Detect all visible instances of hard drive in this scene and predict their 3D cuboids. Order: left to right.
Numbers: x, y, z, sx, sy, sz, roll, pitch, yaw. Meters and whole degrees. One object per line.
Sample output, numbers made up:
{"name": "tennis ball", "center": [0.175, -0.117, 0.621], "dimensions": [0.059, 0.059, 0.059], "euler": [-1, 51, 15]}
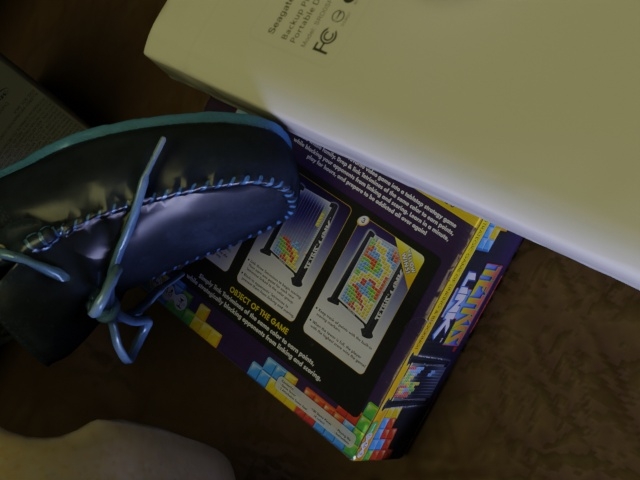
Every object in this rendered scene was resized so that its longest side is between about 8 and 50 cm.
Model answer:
{"name": "hard drive", "center": [0.086, -0.113, 0.572], "dimensions": [0.307, 0.040, 0.203], "euler": [27, 84, 33]}

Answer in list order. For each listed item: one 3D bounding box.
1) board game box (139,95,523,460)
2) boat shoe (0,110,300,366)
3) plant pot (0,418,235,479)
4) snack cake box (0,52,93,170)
{"name": "board game box", "center": [0.000, 0.000, 0.646], "dimensions": [0.170, 0.048, 0.141], "euler": [36, 103, 32]}
{"name": "boat shoe", "center": [-0.126, 0.022, 0.617], "dimensions": [0.258, 0.109, 0.089], "euler": [-20, 58, 12]}
{"name": "plant pot", "center": [-0.150, 0.244, 0.588], "dimensions": [0.334, 0.334, 0.305], "euler": [-15, 65, 33]}
{"name": "snack cake box", "center": [-0.252, 0.004, 0.713], "dimensions": [0.089, 0.152, 0.264], "euler": [36, 86, 32]}
